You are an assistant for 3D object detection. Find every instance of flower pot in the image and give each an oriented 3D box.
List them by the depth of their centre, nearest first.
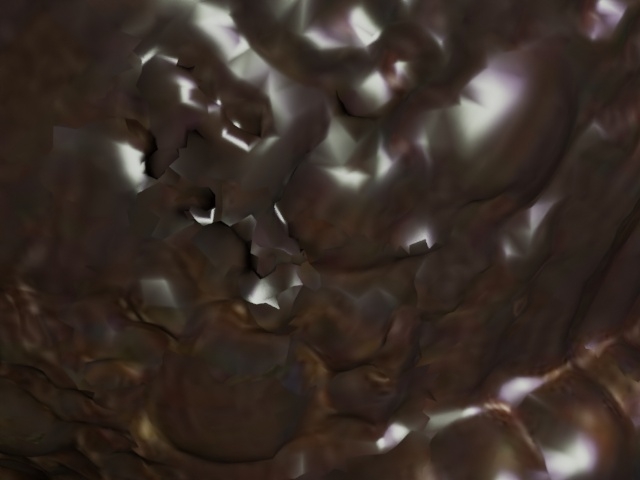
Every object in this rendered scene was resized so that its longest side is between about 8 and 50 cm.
[{"bbox_3d":[0.000,0.000,0.460,0.266,0.266,0.267,-25,97,-29],"label":"flower pot"}]
